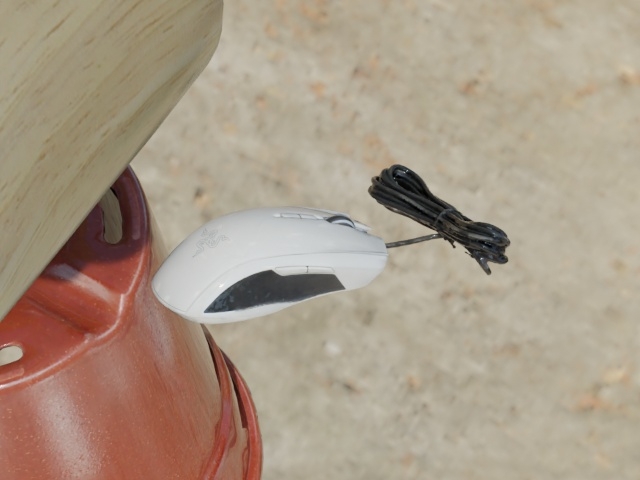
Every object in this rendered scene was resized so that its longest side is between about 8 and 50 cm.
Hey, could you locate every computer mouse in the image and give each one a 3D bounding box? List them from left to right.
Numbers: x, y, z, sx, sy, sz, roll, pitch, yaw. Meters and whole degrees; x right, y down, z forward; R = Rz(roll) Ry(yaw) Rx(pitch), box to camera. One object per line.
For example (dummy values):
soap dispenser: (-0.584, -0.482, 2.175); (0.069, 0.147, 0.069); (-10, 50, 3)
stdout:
computer mouse: (0.000, 0.000, 0.964); (0.193, 0.042, 0.106); (-14, 35, -25)

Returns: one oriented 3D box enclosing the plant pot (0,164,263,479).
plant pot: (-0.184, 0.075, 1.068); (0.272, 0.265, 0.272); (-3, 54, 4)

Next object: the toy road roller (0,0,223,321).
toy road roller: (-0.201, -0.128, 0.485); (0.329, 0.240, 0.202); (22, 52, 16)
